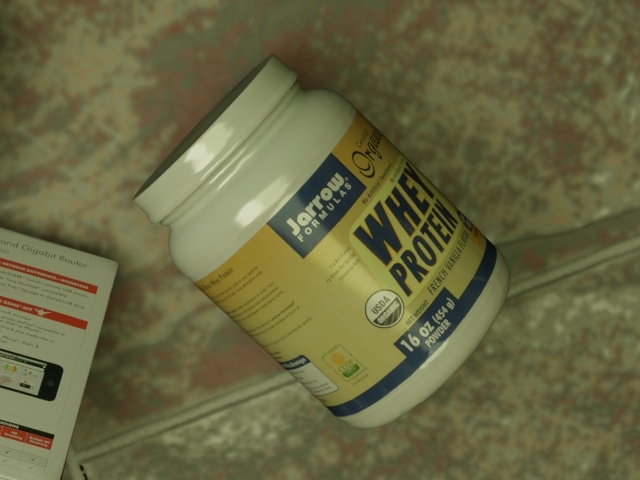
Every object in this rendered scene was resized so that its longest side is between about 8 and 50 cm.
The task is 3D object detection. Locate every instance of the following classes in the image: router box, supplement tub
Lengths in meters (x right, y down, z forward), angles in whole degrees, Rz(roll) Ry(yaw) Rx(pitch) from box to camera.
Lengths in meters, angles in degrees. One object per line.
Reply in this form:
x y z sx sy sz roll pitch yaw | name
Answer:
-0.374 0.095 1.226 0.336 0.301 0.082 17 128 -8 | router box
0.000 0.000 1.296 0.316 0.228 0.228 44 90 -10 | supplement tub
